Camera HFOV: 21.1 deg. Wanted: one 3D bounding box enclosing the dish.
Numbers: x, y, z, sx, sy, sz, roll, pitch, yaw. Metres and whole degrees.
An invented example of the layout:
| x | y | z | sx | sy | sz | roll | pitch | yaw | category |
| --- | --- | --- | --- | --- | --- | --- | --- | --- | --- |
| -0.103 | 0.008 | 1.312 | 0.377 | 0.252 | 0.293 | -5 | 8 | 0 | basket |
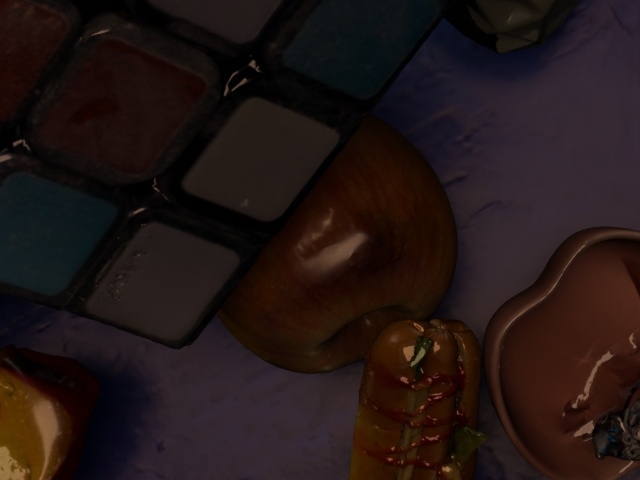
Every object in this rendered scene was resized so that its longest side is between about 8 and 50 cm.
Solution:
| x | y | z | sx | sy | sz | roll | pitch | yaw | category |
| --- | --- | --- | --- | --- | --- | --- | --- | --- | --- |
| 0.215 | 0.081 | 1.357 | 0.213 | 0.090 | 0.213 | -6 | 110 | -17 | dish |

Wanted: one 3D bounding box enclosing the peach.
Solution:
| x | y | z | sx | sy | sz | roll | pitch | yaw | category |
| --- | --- | --- | --- | --- | --- | --- | --- | --- | --- |
| -0.290 | 0.188 | 1.399 | 0.267 | 0.154 | 0.159 | -25 | 85 | -2 | peach |

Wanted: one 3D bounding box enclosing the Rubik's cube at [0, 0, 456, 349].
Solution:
| x | y | z | sx | sy | sz | roll | pitch | yaw | category |
| --- | --- | --- | --- | --- | --- | --- | --- | --- | --- |
| -0.180 | -0.192 | 1.197 | 0.359 | 0.363 | 0.362 | -49 | 40 | 22 | Rubik's cube |

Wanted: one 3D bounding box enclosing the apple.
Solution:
| x | y | z | sx | sy | sz | roll | pitch | yaw | category |
| --- | --- | --- | --- | --- | --- | --- | --- | --- | --- |
| 0.000 | 0.000 | 1.346 | 0.211 | 0.211 | 0.188 | -26 | 61 | 4 | apple |

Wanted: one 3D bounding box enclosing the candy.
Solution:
| x | y | z | sx | sy | sz | roll | pitch | yaw | category |
| --- | --- | --- | --- | --- | --- | --- | --- | --- | --- |
| 0.317 | 0.171 | 1.346 | 0.226 | 0.051 | 0.094 | 21 | 111 | -21 | candy |

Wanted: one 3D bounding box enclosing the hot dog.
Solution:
| x | y | z | sx | sy | sz | roll | pitch | yaw | category |
| --- | --- | --- | --- | --- | --- | --- | --- | --- | --- |
| 0.075 | 0.174 | 1.342 | 0.104 | 0.076 | 0.250 | -1 | 118 | -17 | hot dog |

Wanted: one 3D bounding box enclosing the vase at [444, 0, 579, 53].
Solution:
| x | y | z | sx | sy | sz | roll | pitch | yaw | category |
| --- | --- | --- | --- | --- | --- | --- | --- | --- | --- |
| 0.057 | -0.299 | 1.400 | 0.360 | 0.165 | 0.165 | 34 | 90 | 13 | vase |
